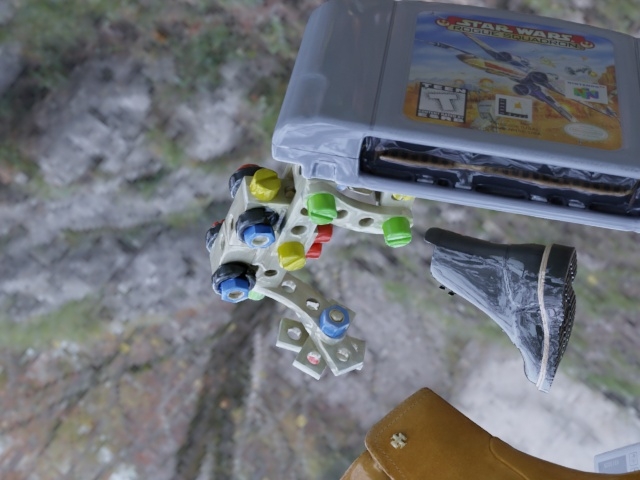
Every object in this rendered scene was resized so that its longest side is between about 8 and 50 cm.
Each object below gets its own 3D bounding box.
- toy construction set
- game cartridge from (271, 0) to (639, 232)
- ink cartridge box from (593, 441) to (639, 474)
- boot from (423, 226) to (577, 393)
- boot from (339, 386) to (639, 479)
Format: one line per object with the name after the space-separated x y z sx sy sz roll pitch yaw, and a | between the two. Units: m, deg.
0.000 0.000 1.512 0.215 0.327 0.151 3 -140 -20 | toy construction set
0.127 -0.092 0.960 0.297 0.062 0.198 9 -140 2 | game cartridge
0.371 0.211 1.328 0.179 0.045 0.145 8 159 -24 | ink cartridge box
0.170 0.060 1.349 0.137 0.077 0.197 12 138 17 | boot
0.151 0.187 1.094 0.211 0.295 0.104 51 -179 25 | boot
